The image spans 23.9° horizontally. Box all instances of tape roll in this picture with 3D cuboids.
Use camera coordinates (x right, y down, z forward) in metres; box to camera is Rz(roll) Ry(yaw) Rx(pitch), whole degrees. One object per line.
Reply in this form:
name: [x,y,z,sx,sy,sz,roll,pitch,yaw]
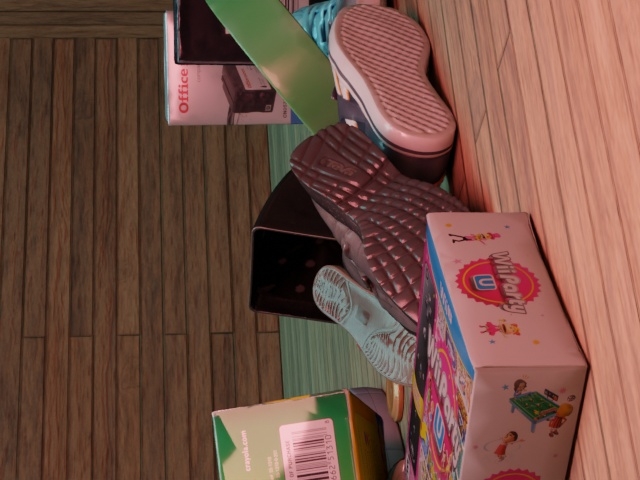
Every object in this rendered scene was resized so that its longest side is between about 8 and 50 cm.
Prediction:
tape roll: [-0.021,-0.216,1.978,0.321,0.077,0.321,51,-176,-5]

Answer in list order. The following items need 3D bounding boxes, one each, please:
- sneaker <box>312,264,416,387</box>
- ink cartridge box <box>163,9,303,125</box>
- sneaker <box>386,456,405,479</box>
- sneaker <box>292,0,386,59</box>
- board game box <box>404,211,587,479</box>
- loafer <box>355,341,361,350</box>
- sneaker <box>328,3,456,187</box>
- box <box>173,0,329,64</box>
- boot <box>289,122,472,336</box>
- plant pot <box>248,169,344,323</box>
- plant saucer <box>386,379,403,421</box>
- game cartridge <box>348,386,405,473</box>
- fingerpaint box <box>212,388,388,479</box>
sneaker: [0.099,0.097,1.852,0.222,0.118,0.083,45,122,40]
ink cartridge box: [-0.148,-0.335,2.923,0.129,0.307,0.223,-127,36,-80]
sneaker: [0.122,0.337,1.700,0.083,0.071,0.191,171,90,-77]
sneaker: [0.011,-0.289,2.191,0.366,0.150,0.135,129,139,-80]
board game box: [0.141,0.159,1.314,0.224,0.097,0.303,-101,12,-56]
loafer: [0.078,0.130,2.046,0.170,0.061,0.062,126,141,-81]
sneaker: [0.072,-0.157,1.765,0.321,0.126,0.127,-101,18,-52]
box: [-0.104,-0.402,2.581,0.395,0.293,0.212,-140,49,-81]
boot: [0.105,0.034,1.580,0.338,0.118,0.223,55,174,44]
plant pot: [0.000,0.000,2.280,0.188,0.187,0.167,96,-176,-46]
plant saucer: [0.101,0.206,2.068,0.083,0.013,0.083,179,90,-84]
game cartridge: [0.077,0.332,2.131,0.294,0.060,0.196,-107,14,-68]
fingerpaint box: [0.007,0.416,1.736,0.371,0.163,0.445,52,-151,-77]
